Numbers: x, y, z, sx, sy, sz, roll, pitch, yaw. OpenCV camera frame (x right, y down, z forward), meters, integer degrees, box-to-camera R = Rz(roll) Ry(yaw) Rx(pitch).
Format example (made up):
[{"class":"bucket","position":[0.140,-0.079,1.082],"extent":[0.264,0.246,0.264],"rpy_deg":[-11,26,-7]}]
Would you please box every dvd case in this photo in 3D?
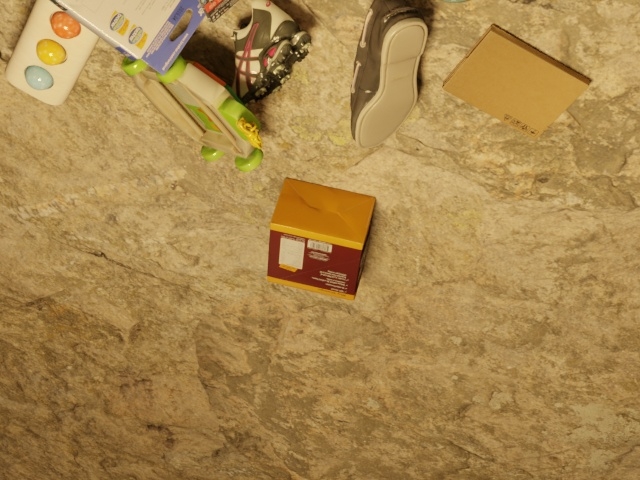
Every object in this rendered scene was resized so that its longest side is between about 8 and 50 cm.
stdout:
[{"class":"dvd case","position":[-0.178,-0.438,1.890],"extent":[0.013,0.087,0.119],"rpy_deg":[26,154,40]}]

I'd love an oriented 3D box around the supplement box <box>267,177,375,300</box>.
[{"class":"supplement box","position":[0.000,0.000,2.307],"extent":[0.191,0.129,0.194],"rpy_deg":[13,141,5]}]

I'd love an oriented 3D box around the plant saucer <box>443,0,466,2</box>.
[{"class":"plant saucer","position":[0.212,-0.426,1.809],"extent":[0.119,0.021,0.119],"rpy_deg":[10,141,9]}]

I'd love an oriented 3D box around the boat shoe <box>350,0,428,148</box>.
[{"class":"boat shoe","position":[0.111,-0.296,1.963],"extent":[0.112,0.095,0.335],"rpy_deg":[-14,150,-19]}]

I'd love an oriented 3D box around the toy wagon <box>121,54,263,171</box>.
[{"class":"toy wagon","position":[-0.204,-0.233,2.031],"extent":[0.344,0.068,0.267],"rpy_deg":[19,157,48]}]

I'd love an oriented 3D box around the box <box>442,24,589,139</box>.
[{"class":"box","position":[0.337,-0.271,1.948],"extent":[0.201,0.021,0.164],"rpy_deg":[27,140,-12]}]

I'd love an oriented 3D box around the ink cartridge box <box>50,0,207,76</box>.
[{"class":"ink cartridge box","position":[-0.343,-0.435,1.874],"extent":[0.311,0.185,0.065],"rpy_deg":[35,172,-19]}]

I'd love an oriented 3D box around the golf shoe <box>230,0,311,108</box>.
[{"class":"golf shoe","position":[-0.109,-0.326,2.005],"extent":[0.120,0.105,0.273],"rpy_deg":[53,146,5]}]

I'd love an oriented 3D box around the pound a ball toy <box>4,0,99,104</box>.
[{"class":"pound a ball toy","position":[-0.426,-0.362,2.026],"extent":[0.208,0.135,0.319],"rpy_deg":[29,140,-15]}]
